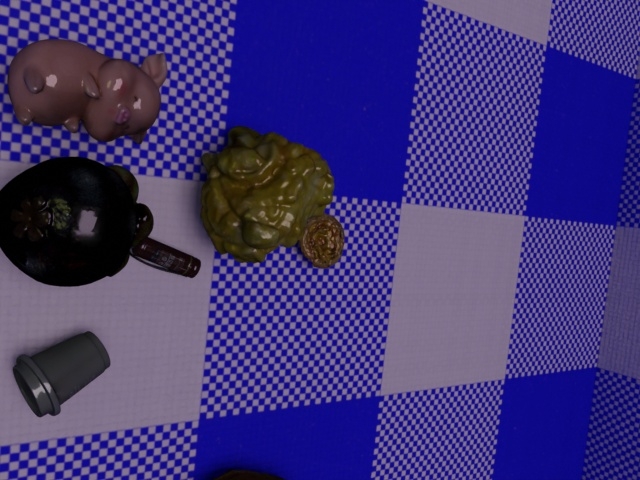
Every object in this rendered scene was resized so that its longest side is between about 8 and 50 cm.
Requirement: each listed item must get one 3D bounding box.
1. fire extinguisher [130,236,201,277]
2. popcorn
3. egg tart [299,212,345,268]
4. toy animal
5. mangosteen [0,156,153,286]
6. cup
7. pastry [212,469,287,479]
[{"bbox_3d":[-0.308,0.027,1.181,0.158,0.043,0.064,27,119,-34],"label":"fire extinguisher"},{"bbox_3d":[-0.121,-0.086,1.183,0.250,0.241,0.235,-56,139,-29],"label":"popcorn"},{"bbox_3d":[0.000,0.000,1.389,0.128,0.049,0.129,-1,91,-36],"label":"egg tart"},{"bbox_3d":[-0.386,-0.246,1.024,0.250,0.166,0.154,7,49,-41],"label":"toy animal"},{"bbox_3d":[-0.400,-0.030,1.019,0.243,0.243,0.243,-5,100,-34],"label":"mangosteen"},{"bbox_3d":[-0.447,0.227,1.073,0.141,0.120,0.120,-30,113,-36],"label":"cup"},{"bbox_3d":[-0.160,0.654,1.307,0.356,0.164,0.356,-10,108,-32],"label":"pastry"}]
